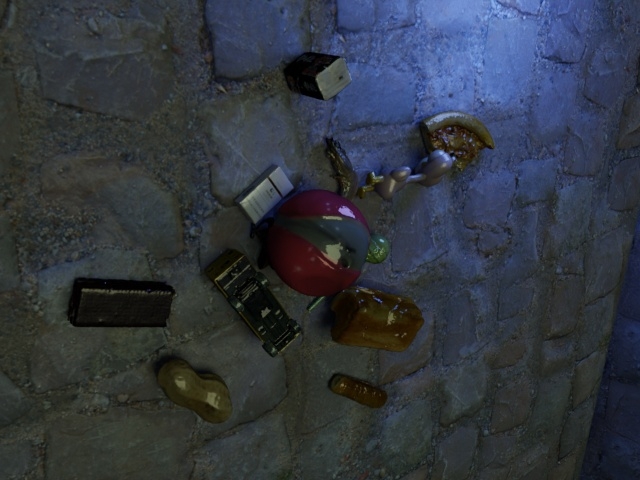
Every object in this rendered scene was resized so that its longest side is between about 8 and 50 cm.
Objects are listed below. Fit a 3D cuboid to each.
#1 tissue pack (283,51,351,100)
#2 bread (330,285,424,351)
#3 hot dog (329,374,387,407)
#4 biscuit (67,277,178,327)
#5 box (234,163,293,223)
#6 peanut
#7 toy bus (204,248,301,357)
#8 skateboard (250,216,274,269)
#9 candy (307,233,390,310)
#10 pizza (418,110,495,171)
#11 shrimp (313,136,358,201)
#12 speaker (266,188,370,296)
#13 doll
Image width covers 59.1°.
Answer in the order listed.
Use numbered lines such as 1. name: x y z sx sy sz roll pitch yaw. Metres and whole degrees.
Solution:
1. tissue pack: -0.010 -0.428 1.464 0.103 0.170 0.090 -39 125 -16
2. bread: 0.176 0.254 1.853 0.344 0.149 0.195 17 110 -36
3. hot dog: 0.140 0.538 1.994 0.286 0.061 0.088 25 102 -38
4. biscuit: -0.484 0.156 1.398 0.252 0.070 0.106 6 103 -37
5. box: -0.154 -0.128 1.553 0.154 0.040 0.084 -45 124 -15
6. peanut: -0.341 0.414 1.568 0.125 0.111 0.274 -54 129 -13
7. toy bus: -0.185 0.179 1.587 0.121 0.123 0.335 -43 126 -17
8. skateboard: -0.160 0.008 1.592 0.080 0.067 0.151 2 100 -26
9. candy: 0.084 0.107 1.793 0.335 0.092 0.093 -43 114 -5
10. pizza: 0.461 -0.337 1.897 0.365 0.074 0.182 14 97 -38
11. shrimp: 0.036 -0.194 1.663 0.152 0.046 0.219 -39 125 -22
12. speaker: 0.000 0.000 1.557 0.294 0.294 0.294 -13 114 -32
13. doll: 0.289 -0.204 1.779 0.365 0.160 0.094 -22 76 -27
